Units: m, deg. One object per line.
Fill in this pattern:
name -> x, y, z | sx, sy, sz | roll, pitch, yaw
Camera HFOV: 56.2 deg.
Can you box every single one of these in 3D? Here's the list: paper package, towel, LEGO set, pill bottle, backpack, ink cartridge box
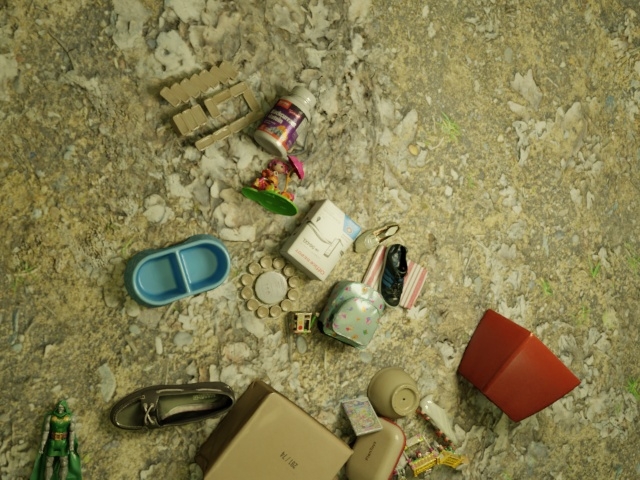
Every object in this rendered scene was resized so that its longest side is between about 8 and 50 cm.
paper package -> -0.134, 0.612, 1.696 | 0.325, 0.168, 0.309 | 43, 76, -17
towel -> 0.237, 0.118, 1.906 | 0.197, 0.029, 0.144 | 29, 80, -16
LEGO set -> 0.357, 0.692, 1.943 | 0.287, 0.107, 0.132 | -5, 128, -25
pill bottle -> -0.096, -0.346, 1.724 | 0.108, 0.108, 0.193 | 37, 78, -18
backpack -> 0.099, 0.215, 1.794 | 0.166, 0.144, 0.188 | 27, 79, -14
ink cartridge box -> 0.000, 0.000, 1.779 | 0.148, 0.086, 0.203 | 40, 77, -17

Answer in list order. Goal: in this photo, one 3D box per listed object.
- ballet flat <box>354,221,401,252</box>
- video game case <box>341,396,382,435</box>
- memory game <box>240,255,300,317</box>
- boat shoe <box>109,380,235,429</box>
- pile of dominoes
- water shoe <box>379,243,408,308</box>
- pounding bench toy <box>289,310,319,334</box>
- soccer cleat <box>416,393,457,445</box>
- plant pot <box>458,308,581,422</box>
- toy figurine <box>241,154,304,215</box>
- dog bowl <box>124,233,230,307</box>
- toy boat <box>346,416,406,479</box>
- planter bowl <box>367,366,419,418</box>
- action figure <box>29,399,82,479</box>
ballet flat -> 0.179, -0.014, 1.866 | 0.168, 0.052, 0.057 | -31, 102, -17
video game case -> 0.126, 0.534, 1.827 | 0.087, 0.122, 0.011 | -6, 129, -21
memory game -> -0.147, 0.137, 1.765 | 0.186, 0.012, 0.186 | 0, 90, -21
boat shoe -> -0.396, 0.448, 1.629 | 0.335, 0.095, 0.112 | -6, 93, -21
pile of dominoes -> -0.308, -0.380, 1.694 | 0.251, 0.040, 0.195 | -34, 102, -26
water shoe -> 0.228, 0.111, 1.845 | 0.073, 0.080, 0.203 | 1, 89, -18
pounding bench toy -> -0.045, 0.245, 1.784 | 0.083, 0.052, 0.065 | 3, 90, -21
soccer cleat -> 0.394, 0.588, 1.954 | 0.076, 0.068, 0.196 | -44, 102, -18
plant pot -> 0.614, 0.421, 1.944 | 0.267, 0.267, 0.235 | 42, 88, -16
toy figurine -> -0.119, -0.178, 1.736 | 0.173, 0.130, 0.159 | 20, 69, 4
dog bowl -> -0.383, 0.084, 1.640 | 0.297, 0.074, 0.165 | -18, 97, -19
toy boat -> 0.184, 0.670, 1.851 | 0.151, 0.151, 0.231 | 37, 76, -47
planter bowl -> 0.242, 0.485, 1.869 | 0.162, 0.109, 0.161 | -1, 92, -21
action figure -> -0.676, 0.528, 1.545 | 0.137, 0.063, 0.232 | 4, 86, -18
